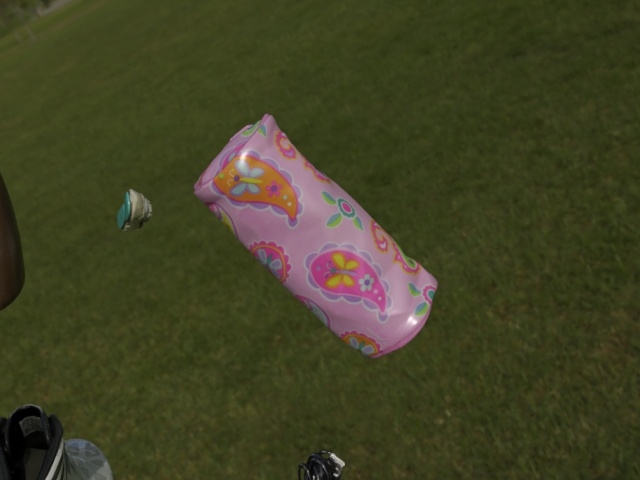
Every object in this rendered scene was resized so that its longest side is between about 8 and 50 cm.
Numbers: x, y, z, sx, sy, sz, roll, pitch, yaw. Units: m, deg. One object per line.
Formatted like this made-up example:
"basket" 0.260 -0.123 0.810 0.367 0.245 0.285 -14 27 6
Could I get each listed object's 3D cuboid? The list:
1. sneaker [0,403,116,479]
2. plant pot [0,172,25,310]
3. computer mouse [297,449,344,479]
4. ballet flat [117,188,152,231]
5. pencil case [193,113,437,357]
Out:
"sneaker" -0.433 0.370 1.600 0.169 0.257 0.447 -3 13 -6
"plant pot" -0.554 -0.031 1.453 0.215 0.230 0.215 11 39 -9
"computer mouse" 0.039 0.416 1.225 0.072 0.188 0.272 -5 51 -26
"ballet flat" -0.310 -0.052 1.626 0.052 0.057 0.168 -2 -8 -18
"pencil case" 0.000 0.000 1.024 0.124 0.284 0.124 -45 11 12
